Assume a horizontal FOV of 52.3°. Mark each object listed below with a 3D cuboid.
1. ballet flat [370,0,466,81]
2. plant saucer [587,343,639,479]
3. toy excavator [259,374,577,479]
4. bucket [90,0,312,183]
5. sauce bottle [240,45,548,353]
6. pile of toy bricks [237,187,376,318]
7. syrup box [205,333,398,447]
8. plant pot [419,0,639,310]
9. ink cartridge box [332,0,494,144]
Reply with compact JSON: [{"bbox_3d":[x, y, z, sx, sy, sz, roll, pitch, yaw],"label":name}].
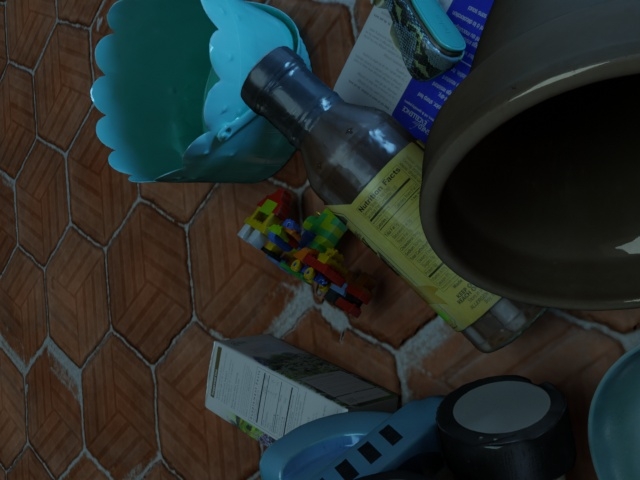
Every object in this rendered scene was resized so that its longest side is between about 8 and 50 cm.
[{"bbox_3d":[0.080,-0.239,0.648,0.070,0.070,0.188,-34,63,37],"label":"ballet flat"},{"bbox_3d":[0.331,0.177,0.413,0.317,0.043,0.318,33,141,32],"label":"plant saucer"},{"bbox_3d":[-0.040,0.287,0.598,0.445,0.432,0.222,1,112,51],"label":"toy excavator"},{"bbox_3d":[-0.155,-0.203,0.864,0.281,0.183,0.281,-1,88,42],"label":"bucket"},{"bbox_3d":[0.068,-0.048,0.621,0.344,0.111,0.111,45,120,8],"label":"sauce bottle"},{"bbox_3d":[0.000,0.000,0.784,0.105,0.118,0.212,-53,33,-6],"label":"pile of toy bricks"},{"bbox_3d":[-0.031,0.196,0.795,0.236,0.093,0.096,15,99,42],"label":"syrup box"},{"bbox_3d":[0.209,-0.106,0.491,0.263,0.263,0.229,-27,41,39],"label":"plant pot"},{"bbox_3d":[0.138,-0.228,0.673,0.176,0.069,0.371,44,115,34],"label":"ink cartridge box"}]
